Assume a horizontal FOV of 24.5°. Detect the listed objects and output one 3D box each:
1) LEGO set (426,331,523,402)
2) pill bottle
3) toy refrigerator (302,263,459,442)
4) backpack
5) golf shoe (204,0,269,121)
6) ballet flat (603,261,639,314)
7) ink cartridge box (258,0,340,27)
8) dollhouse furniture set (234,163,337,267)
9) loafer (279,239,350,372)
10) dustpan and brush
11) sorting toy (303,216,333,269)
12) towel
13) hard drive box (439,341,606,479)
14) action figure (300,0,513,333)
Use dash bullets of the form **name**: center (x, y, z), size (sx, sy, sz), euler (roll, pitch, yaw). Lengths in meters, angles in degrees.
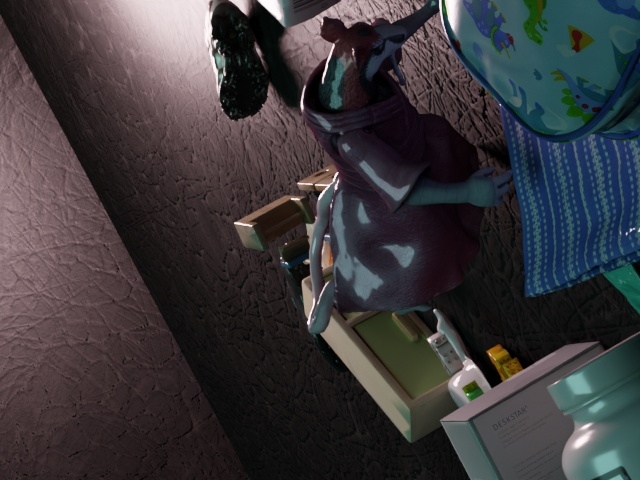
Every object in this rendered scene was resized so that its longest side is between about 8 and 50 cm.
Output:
- **LEGO set**: center (0.222, 0.190, 1.781), size (0.227, 0.087, 0.093), euler (59, 177, 10)
- **pill bottle**: center (0.349, 0.245, 1.376), size (0.323, 0.181, 0.181), euler (60, 162, 8)
- **toy refrigerator**: center (0.089, 0.142, 2.057), size (0.269, 0.102, 0.094), euler (50, 158, 35)
- **backpack**: center (0.216, -0.229, 0.999), size (0.290, 0.273, 0.355), euler (48, 169, 22)
- **golf shoe**: center (-0.123, -0.265, 2.114), size (0.094, 0.077, 0.198), euler (-116, 16, -45)
- **ballet flat**: center (0.330, 0.055, 1.320), size (0.247, 0.083, 0.087), euler (52, 149, 25)
- **ink cartridge box**: center (-0.120, -0.477, 1.748), size (0.385, 0.091, 0.308), euler (46, 156, 38)
- **dollhouse furniture set**: center (-0.009, -0.007, 1.971), size (0.129, 0.184, 0.129), euler (66, 162, -13)
- **loafer**: center (0.001, 0.099, 2.291), size (0.223, 0.076, 0.078), euler (64, 176, -12)
- **dustpan and brush**: center (0.197, 0.184, 1.917), size (0.211, 0.060, 0.147), euler (50, 172, 15)
- **sorting toy**: center (0.000, 0.000, 2.195), size (0.083, 0.045, 0.075), euler (17, 125, 66)
- **towel**: center (0.234, -0.090, 1.308), size (0.336, 0.040, 0.243), euler (142, 121, -71)
- **hard drive box**: center (0.269, 0.253, 1.604), size (0.232, 0.181, 0.089), euler (63, 163, -1)
- **action figure**: center (0.051, -0.103, 1.500), size (0.370, 0.276, 0.248), euler (56, -157, -50)
